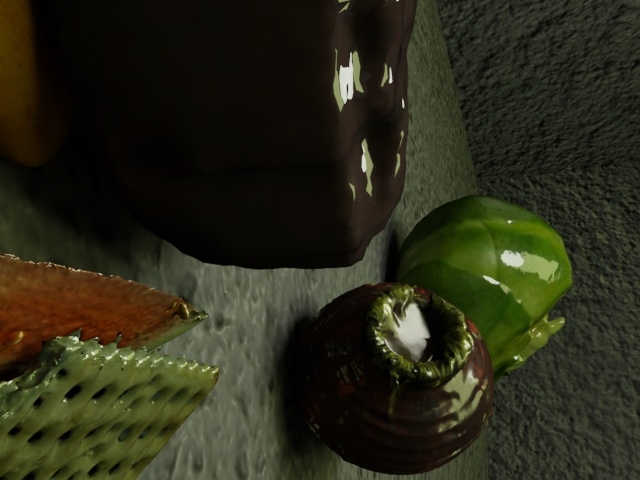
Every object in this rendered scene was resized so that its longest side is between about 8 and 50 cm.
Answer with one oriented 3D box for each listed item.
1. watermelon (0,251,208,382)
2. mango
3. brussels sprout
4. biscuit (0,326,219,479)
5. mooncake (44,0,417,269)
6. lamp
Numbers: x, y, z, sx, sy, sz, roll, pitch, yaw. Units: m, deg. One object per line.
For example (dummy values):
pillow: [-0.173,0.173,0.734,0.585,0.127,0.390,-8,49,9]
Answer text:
watermelon: [-0.148,0.037,0.332,0.245,0.119,0.063,36,39,-63]
mango: [-0.175,-0.106,0.356,0.184,0.085,0.102,60,31,-63]
brussels sprout: [0.282,0.094,1.365,0.276,0.315,0.371,-114,-139,-56]
biscuit: [-0.134,0.108,0.371,0.144,0.016,0.203,-50,157,0]
mooncake: [-0.039,-0.158,0.504,0.381,0.212,0.350,-76,165,-75]
lamp: [0.088,0.154,0.835,0.247,0.247,0.246,-6,90,-72]
